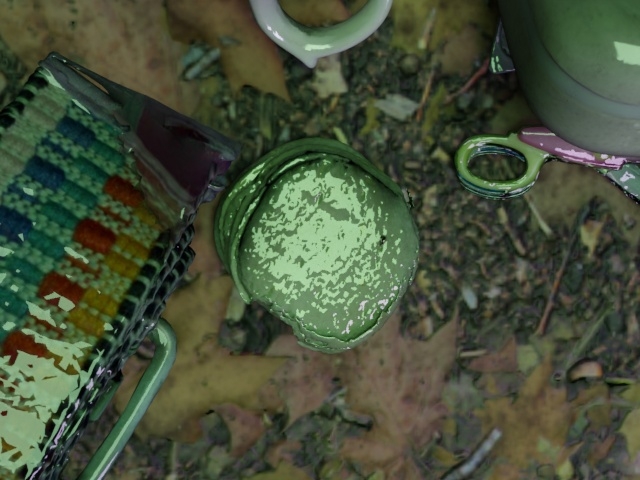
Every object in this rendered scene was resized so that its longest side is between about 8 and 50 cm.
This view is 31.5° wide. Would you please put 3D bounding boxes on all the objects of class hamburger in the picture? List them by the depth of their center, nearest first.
[{"bbox_3d":[0.000,0.000,0.782,0.133,0.062,0.140,-41,100,-3],"label":"hamburger"}]

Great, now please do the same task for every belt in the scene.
[{"bbox_3d":[-0.173,0.059,0.690,0.160,0.207,0.295,31,73,-5],"label":"belt"}]

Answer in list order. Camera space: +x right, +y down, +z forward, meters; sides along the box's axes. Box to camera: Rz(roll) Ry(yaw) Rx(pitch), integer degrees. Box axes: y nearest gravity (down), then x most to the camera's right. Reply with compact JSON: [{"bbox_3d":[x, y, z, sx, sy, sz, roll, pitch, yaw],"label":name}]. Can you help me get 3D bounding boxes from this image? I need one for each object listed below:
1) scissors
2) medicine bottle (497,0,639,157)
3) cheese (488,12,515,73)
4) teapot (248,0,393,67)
[{"bbox_3d":[0.199,-0.067,0.819,0.187,0.020,0.134,22,108,-13],"label":"scissors"},{"bbox_3d":[0.302,-0.169,0.743,0.375,0.123,0.282,0,59,-8],"label":"medicine bottle"},{"bbox_3d":[0.183,-0.139,0.819,0.120,0.026,0.067,10,91,-9],"label":"cheese"},{"bbox_3d":[-0.068,-0.222,0.702,0.166,0.208,0.299,-41,119,16],"label":"teapot"}]
